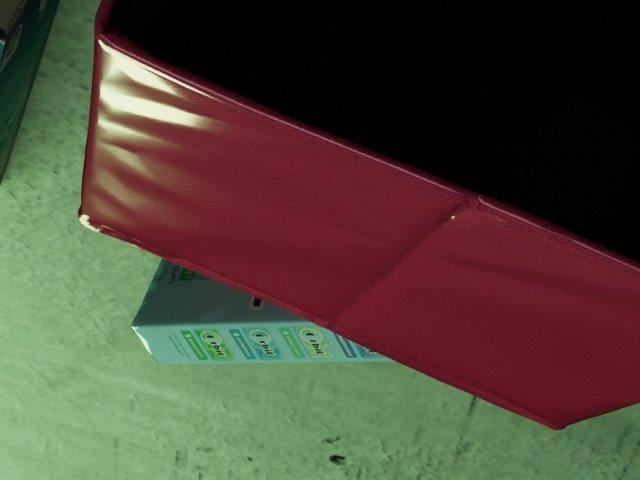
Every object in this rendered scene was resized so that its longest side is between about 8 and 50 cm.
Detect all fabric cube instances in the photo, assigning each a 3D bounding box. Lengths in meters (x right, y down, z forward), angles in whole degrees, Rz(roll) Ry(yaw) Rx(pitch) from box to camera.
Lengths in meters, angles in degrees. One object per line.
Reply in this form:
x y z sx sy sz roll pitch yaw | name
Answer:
0.069 -0.094 0.588 0.259 0.254 0.258 23 164 -4 | fabric cube

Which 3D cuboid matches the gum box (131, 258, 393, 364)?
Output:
0.000 0.000 0.864 0.184 0.157 0.041 -4 136 27 | gum box

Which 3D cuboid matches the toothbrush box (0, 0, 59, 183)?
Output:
-0.288 -0.113 0.885 0.216 0.126 0.295 26 142 -7 | toothbrush box
